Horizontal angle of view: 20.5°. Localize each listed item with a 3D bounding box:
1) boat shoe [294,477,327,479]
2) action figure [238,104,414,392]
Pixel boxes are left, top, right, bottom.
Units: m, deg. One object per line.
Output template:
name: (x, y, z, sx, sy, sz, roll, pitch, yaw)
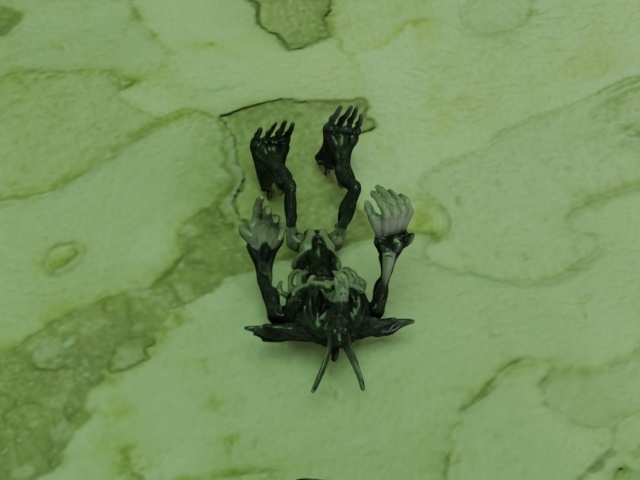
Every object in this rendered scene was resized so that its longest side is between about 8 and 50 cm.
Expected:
boat shoe: (0.101, 0.262, 1.483, 0.355, 0.132, 0.130, 9, 49, 19)
action figure: (0.000, 0.000, 1.668, 0.164, 0.141, 0.276, -6, 55, -7)
